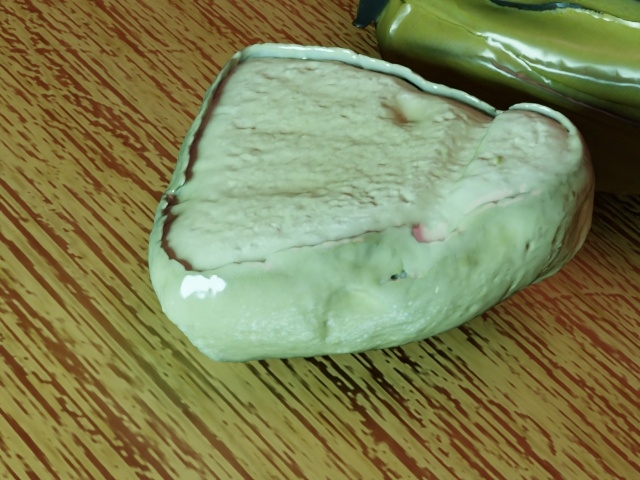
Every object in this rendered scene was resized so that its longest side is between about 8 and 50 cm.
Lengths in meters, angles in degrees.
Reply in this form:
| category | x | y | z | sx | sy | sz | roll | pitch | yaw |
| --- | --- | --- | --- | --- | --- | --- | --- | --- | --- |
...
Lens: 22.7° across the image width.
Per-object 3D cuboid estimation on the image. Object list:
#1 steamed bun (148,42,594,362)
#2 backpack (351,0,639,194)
| category | x | y | z | sx | sy | sz | roll | pitch | yaw |
| --- | --- | --- | --- | --- | --- | --- | --- | --- | --- |
| steamed bun | 0.029 | -0.005 | 0.810 | 0.212 | 0.110 | 0.231 | 4 | 37 | 11 |
| backpack | 0.213 | -0.144 | 0.995 | 0.378 | 0.201 | 0.353 | 20 | 34 | 7 |
